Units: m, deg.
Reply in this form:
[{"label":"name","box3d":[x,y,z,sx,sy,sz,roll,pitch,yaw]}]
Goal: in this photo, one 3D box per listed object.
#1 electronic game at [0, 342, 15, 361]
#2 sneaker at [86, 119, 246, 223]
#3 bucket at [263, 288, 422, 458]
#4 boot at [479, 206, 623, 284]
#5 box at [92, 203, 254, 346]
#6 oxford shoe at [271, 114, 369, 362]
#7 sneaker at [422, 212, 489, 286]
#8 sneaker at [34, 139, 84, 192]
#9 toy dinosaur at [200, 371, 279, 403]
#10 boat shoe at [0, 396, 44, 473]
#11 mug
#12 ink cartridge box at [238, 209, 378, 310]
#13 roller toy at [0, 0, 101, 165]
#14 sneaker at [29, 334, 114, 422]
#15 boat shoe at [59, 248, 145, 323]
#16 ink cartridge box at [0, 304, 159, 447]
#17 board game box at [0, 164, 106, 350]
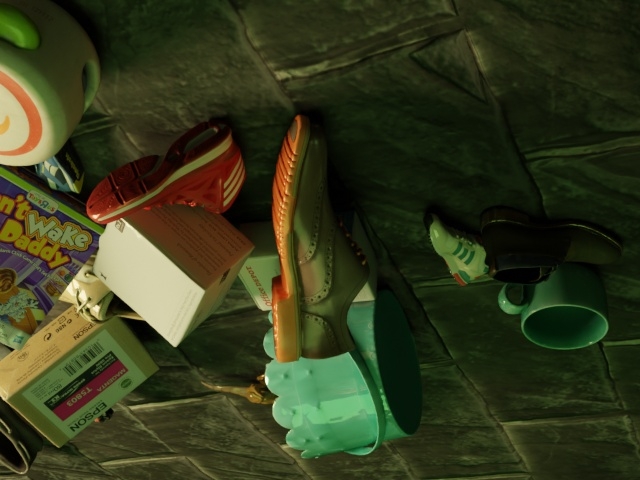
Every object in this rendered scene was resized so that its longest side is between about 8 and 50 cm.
[{"label":"electronic game","box3d":[-0.695,0.236,1.864,0.229,0.048,0.229,5,135,5]},{"label":"sneaker","box3d":[-0.197,-0.059,1.288,0.221,0.087,0.128,-28,133,-1]},{"label":"bucket","box3d":[0.044,0.213,1.539,0.183,0.281,0.281,-13,139,20]},{"label":"boot","box3d":[0.335,0.028,1.364,0.219,0.106,0.082,11,143,-5]},{"label":"box","box3d":[-0.221,0.027,1.388,0.182,0.119,0.181,42,141,6]},{"label":"oxford shoe","box3d":[0.000,0.000,1.308,0.132,0.130,0.364,-1,117,-6]},{"label":"sneaker","box3d":[0.211,0.002,1.405,0.075,0.057,0.161,-26,133,14]},{"label":"sneaker","box3d":[-0.383,-0.118,1.334,0.059,0.053,0.144,3,142,10]},{"label":"toy dinosaur","box3d":[-0.128,0.298,1.840,0.211,0.064,0.112,12,144,-7]},{"label":"boat shoe","box3d":[-0.718,0.401,2.049,0.112,0.095,0.335,-9,141,21]},{"label":"mug","box3d":[0.365,0.087,1.446,0.129,0.097,0.158,-25,132,36]},{"label":"ink cartridge box","box3d":[-0.020,0.033,1.451,0.190,0.082,0.140,-5,141,18]},{"label":"roller toy","box3d":[-0.375,-0.201,1.143,0.209,0.146,0.191,-12,129,30]},{"label":"sneaker","box3d":[-0.491,0.264,1.827,0.135,0.098,0.276,-4,140,14]},{"label":"boat shoe","box3d":[-0.363,0.082,1.559,0.302,0.098,0.109,7,143,0]},{"label":"ink cartridge box","box3d":[-0.431,0.228,1.669,0.234,0.088,0.193,-39,139,-11]},{"label":"board game box","box3d":[-0.520,-0.020,1.360,0.347,0.078,0.233,34,96,-32]}]
